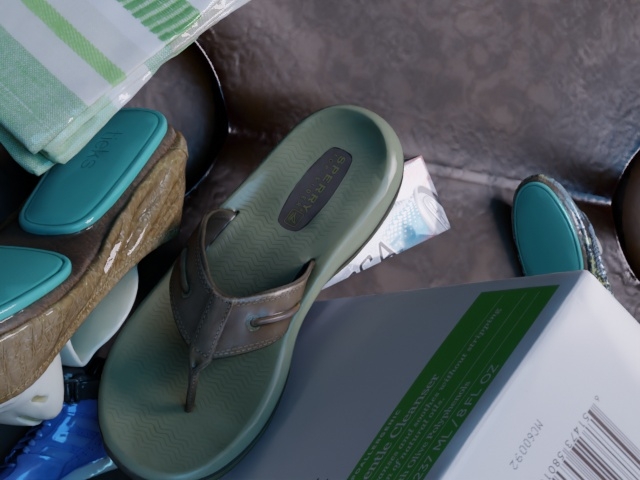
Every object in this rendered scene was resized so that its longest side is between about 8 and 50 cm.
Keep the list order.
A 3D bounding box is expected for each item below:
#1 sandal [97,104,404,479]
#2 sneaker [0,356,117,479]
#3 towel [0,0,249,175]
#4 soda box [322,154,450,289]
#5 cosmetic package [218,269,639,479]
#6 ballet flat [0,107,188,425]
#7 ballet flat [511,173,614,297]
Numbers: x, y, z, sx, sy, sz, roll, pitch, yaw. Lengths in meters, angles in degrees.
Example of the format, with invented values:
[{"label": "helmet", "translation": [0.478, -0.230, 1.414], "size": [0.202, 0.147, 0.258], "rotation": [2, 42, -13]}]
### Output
[{"label": "sandal", "translation": [-0.053, 0.024, 1.233], "size": [0.120, 0.086, 0.302], "rotation": [26, 72, 17]}, {"label": "sneaker", "translation": [-0.186, 0.127, 1.254], "size": [0.152, 0.058, 0.084], "rotation": [-21, 101, -31]}, {"label": "towel", "translation": [-0.153, -0.224, 1.272], "size": [0.248, 0.038, 0.325], "rotation": [45, 69, 8]}, {"label": "soda box", "translation": [0.000, 0.000, 1.359], "size": [0.183, 0.058, 0.063], "rotation": [-25, 97, -25]}, {"label": "cosmetic package", "translation": [0.065, 0.147, 1.208], "size": [0.155, 0.365, 0.197], "rotation": [45, 66, -18]}, {"label": "ballet flat", "translation": [-0.181, 0.039, 1.190], "size": [0.342, 0.116, 0.124], "rotation": [-53, 140, -52]}, {"label": "ballet flat", "translation": [0.201, 0.035, 1.462], "size": [0.070, 0.070, 0.188], "rotation": [-19, 96, -26]}]
